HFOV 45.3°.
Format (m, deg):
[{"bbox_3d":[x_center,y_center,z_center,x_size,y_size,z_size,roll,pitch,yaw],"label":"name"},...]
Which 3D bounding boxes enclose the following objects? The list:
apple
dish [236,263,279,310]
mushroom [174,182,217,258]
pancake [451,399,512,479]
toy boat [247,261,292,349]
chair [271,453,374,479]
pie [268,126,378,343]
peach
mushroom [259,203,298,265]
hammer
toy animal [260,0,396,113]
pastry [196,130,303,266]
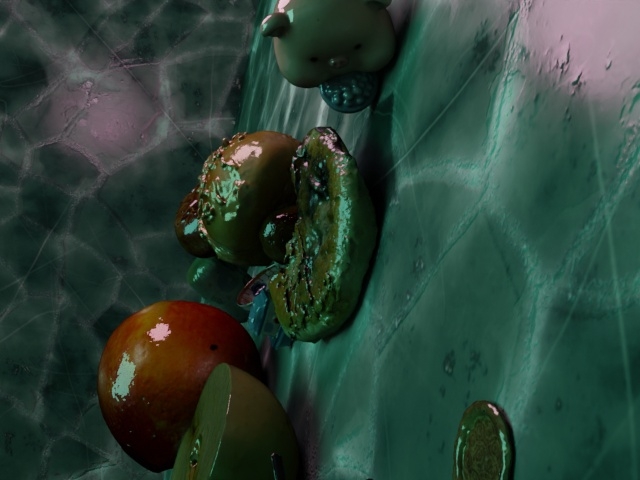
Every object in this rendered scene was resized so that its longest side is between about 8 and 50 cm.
[{"bbox_3d":[-0.187,0.398,1.336,0.360,0.320,0.312,-116,1,-74],"label":"apple"},{"bbox_3d":[-0.104,0.120,1.674,0.141,0.078,0.141,-35,19,14],"label":"dish"},{"bbox_3d":[-0.205,-0.070,1.806,0.278,0.297,0.163,29,149,41],"label":"mushroom"},{"bbox_3d":[0.149,0.205,0.718,0.115,0.011,0.115,-168,90,-78],"label":"pancake"},{"bbox_3d":[-0.080,0.096,1.523,0.109,0.098,0.238,-119,43,-64],"label":"toy boat"},{"bbox_3d":[-0.014,0.416,0.912,0.247,0.172,0.159,-84,15,-49],"label":"chair"},{"bbox_3d":[0.000,0.000,1.264,0.296,0.078,0.371,-152,68,-63],"label":"pie"},{"bbox_3d":[-0.306,0.323,1.679,0.388,0.388,0.388,-168,90,-76],"label":"peach"},{"bbox_3d":[-0.050,-0.009,1.438,0.087,0.127,0.127,-116,39,-74],"label":"mushroom"},{"bbox_3d":[-0.205,0.044,1.954,0.119,0.206,0.335,-28,27,33],"label":"hammer"},{"bbox_3d":[0.023,-0.359,1.296,0.229,0.210,0.221,64,-167,-46],"label":"toy animal"},{"bbox_3d":[-0.141,-0.093,1.555,0.284,0.184,0.316,-57,-17,-11],"label":"pastry"}]
